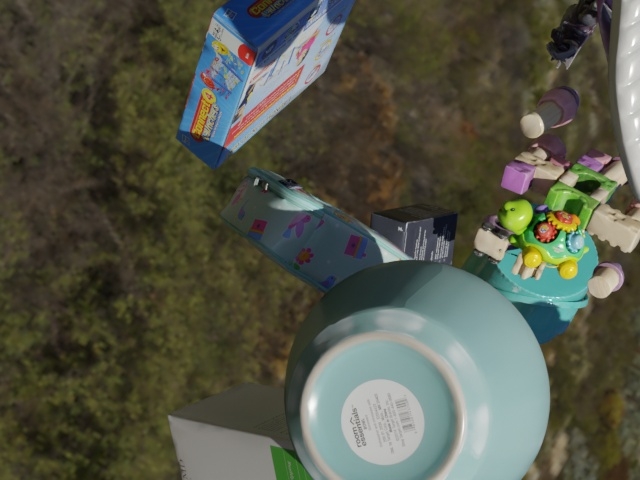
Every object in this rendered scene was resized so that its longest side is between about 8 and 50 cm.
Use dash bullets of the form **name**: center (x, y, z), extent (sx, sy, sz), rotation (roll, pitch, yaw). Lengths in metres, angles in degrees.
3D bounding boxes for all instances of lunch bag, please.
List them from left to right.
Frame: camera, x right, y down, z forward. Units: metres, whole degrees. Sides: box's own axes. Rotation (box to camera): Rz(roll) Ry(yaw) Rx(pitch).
- **lunch bag**: center (0.000, 0.000, 1.695), extent (0.107, 0.279, 0.224), rotation (-57, -153, 4)

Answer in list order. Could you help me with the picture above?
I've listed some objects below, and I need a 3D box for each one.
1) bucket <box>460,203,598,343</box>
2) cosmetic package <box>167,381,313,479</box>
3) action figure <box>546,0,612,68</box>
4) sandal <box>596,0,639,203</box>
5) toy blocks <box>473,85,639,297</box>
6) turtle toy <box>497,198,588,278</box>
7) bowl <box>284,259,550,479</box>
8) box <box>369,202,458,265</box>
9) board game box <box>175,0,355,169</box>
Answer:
- **bucket**: center (0.448, 0.070, 2.566), extent (0.281, 0.281, 0.183), rotation (-60, 172, -35)
- **cosmetic package**: center (-0.040, 0.319, 1.640), extent (0.155, 0.196, 0.366), rotation (-18, -171, -36)
- **action figure**: center (0.477, -0.415, 2.140), extent (0.285, 0.099, 0.185), rotation (135, -28, -73)
- **sandal**: center (0.298, -0.229, 1.054), extent (0.102, 0.169, 0.416), rotation (-159, -121, -64)
- **toy blocks**: center (0.474, -0.091, 2.099), extent (0.260, 0.289, 0.308), rotation (-35, 148, -49)
- **turtle toy**: center (0.284, -0.011, 1.531), extent (0.095, 0.130, 0.066), rotation (-84, -166, -57)
- **bowl**: center (0.086, 0.178, 1.313), extent (0.311, 0.312, 0.163), rotation (-59, 167, 9)
- **box**: center (0.171, 0.020, 2.277), extent (0.158, 0.093, 0.155), rotation (-12, 113, -46)
- **board game box**: center (-0.072, -0.301, 1.860), extent (0.308, 0.086, 0.302), rotation (-46, 171, -35)
